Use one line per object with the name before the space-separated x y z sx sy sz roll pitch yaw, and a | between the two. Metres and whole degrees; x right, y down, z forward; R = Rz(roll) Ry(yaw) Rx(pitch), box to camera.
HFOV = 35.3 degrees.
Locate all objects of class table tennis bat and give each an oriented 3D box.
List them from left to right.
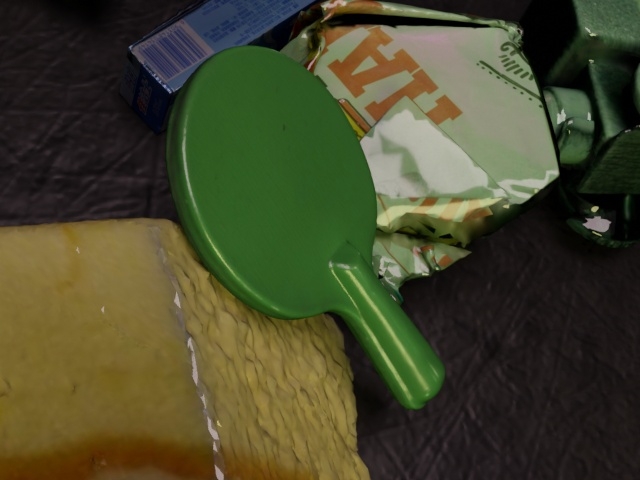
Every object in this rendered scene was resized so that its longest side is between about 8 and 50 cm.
table tennis bat | 0.000 0.000 0.615 0.257 0.039 0.160 55 46 -18

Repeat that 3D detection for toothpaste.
toothpaste | -0.036 -0.181 0.788 0.053 0.066 0.272 46 60 8

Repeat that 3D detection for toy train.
toy train | 0.298 -0.119 0.816 0.298 0.167 0.238 5 58 -17

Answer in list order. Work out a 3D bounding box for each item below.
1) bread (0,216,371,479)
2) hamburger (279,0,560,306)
bread | -0.153 0.168 0.600 0.404 0.242 0.346 -10 68 13
hamburger | 0.057 -0.060 0.731 0.214 0.125 0.235 -4 76 -8
